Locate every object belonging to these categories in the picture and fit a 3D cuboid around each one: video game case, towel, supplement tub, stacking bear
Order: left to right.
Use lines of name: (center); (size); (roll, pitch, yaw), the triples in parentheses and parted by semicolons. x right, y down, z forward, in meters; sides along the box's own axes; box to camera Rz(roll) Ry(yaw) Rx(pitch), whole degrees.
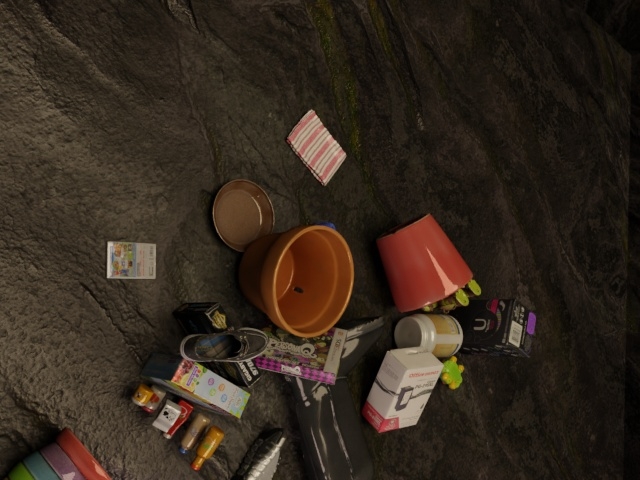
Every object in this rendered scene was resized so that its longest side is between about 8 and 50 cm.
stacking bear: (-0.585, 0.534, 1.280); (0.289, 0.175, 0.164); (-40, 112, -28)
video game case: (-0.455, 0.048, 1.538); (0.122, 0.011, 0.087); (4, 82, -40)
video game case: (-0.057, 0.278, 1.668); (0.210, 0.231, 0.042); (-64, 164, -65)
towel: (-0.008, -0.282, 1.948); (0.197, 0.029, 0.144); (49, 57, -25)
supplement tub: (0.355, 0.313, 2.104); (0.199, 0.144, 0.145); (7, 80, -40)

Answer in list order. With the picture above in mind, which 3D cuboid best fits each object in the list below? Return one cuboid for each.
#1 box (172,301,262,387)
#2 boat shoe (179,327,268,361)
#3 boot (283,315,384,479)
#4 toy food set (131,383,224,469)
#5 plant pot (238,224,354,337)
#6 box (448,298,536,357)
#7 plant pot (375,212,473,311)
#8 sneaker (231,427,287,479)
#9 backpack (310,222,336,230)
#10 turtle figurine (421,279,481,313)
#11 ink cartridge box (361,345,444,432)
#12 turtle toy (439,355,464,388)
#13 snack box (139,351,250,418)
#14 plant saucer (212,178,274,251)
box: (-0.255, 0.254, 1.574); (0.051, 0.175, 0.220); (-39, 109, -34)
boat shoe: (-0.204, 0.238, 1.454); (0.228, 0.076, 0.080); (8, 81, -39)
boot: (0.085, 0.479, 1.848); (0.366, 0.146, 0.446); (-19, 93, -30)
toy food set: (-0.352, 0.433, 1.503); (0.232, 0.111, 0.105); (33, 87, -13)
plant pot: (-0.081, 0.095, 1.699); (0.290, 0.203, 0.291); (-9, 103, -45)
box: (0.584, 0.303, 2.216); (0.143, 0.270, 0.165); (31, 66, -33)
plant pot: (0.314, 0.061, 2.046); (0.275, 0.275, 0.243); (-29, 93, -39)
sneaker: (-0.144, 0.618, 1.693); (0.229, 0.086, 0.132); (-50, 121, -22)
backpack: (0.000, 0.000, 1.874); (0.120, 0.101, 0.098); (-17, 102, -44)
turtle figurine: (0.415, 0.201, 2.131); (0.269, 0.217, 0.087); (-14, 84, -32)
ink cartridge box: (0.251, 0.454, 1.956); (0.171, 0.100, 0.237); (2, 116, -40)
turtle toy: (0.450, 0.466, 2.216); (0.130, 0.066, 0.095); (50, 56, -25)
snack box: (-0.300, 0.344, 1.525); (0.207, 0.174, 0.070); (41, 62, -30)
plant saucer: (-0.215, -0.066, 1.740); (0.198, 0.036, 0.199); (5, 82, -39)
